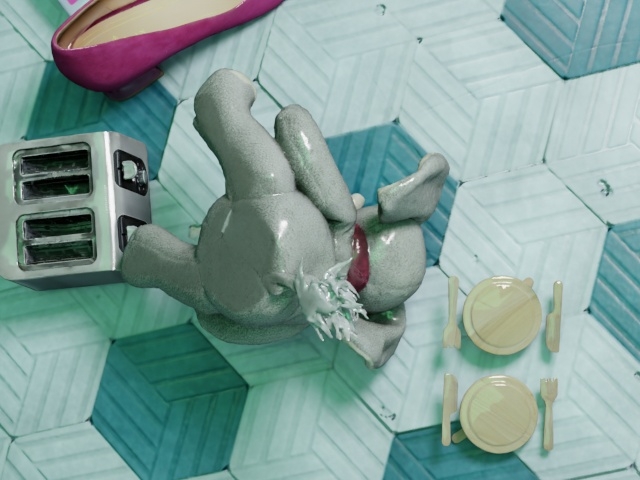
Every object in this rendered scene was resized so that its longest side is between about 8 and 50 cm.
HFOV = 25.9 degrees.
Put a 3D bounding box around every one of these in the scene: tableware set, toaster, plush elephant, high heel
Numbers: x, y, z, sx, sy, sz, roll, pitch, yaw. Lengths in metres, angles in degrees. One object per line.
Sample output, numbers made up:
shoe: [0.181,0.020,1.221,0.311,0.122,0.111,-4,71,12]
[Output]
tableware set: [0.196,0.136,1.533,0.128,0.039,0.194,3,89,-1]
toaster: [-0.290,-0.033,1.605,0.185,0.110,0.168,-5,81,10]
plush elephant: [0.000,0.000,1.482,0.330,0.255,0.272,37,113,36]
high heel: [-0.136,-0.300,1.575,0.377,0.181,0.127,-45,78,2]

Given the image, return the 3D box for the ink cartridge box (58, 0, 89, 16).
ink cartridge box: [-0.310,-0.432,1.689,0.185,0.065,0.311,-38,76,3]
